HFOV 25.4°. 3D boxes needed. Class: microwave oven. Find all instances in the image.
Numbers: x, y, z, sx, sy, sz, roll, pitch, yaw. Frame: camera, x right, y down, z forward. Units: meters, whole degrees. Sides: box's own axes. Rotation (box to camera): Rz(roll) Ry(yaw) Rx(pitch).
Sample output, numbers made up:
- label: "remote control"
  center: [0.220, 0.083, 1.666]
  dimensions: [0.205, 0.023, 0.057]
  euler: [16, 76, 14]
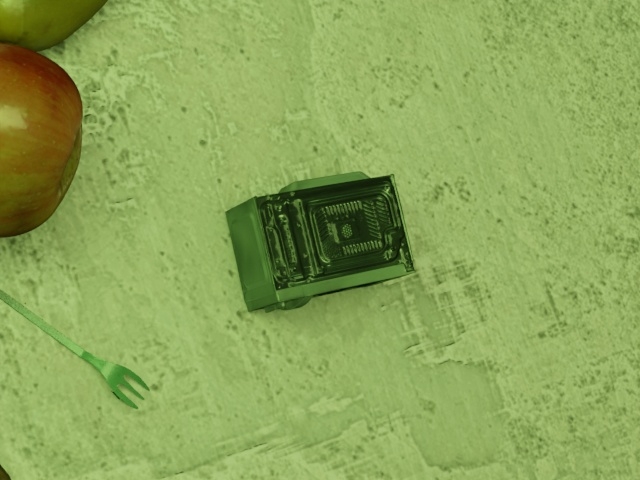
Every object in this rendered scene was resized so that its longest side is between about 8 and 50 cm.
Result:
- label: "microwave oven"
  center: [0.000, 0.000, 1.883]
  dimensions: [0.208, 0.122, 0.162]
  euler: [-11, 86, -25]

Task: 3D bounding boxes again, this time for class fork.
- label: "fork"
  center: [-0.312, 0.132, 1.777]
  dimensions: [0.235, 0.021, 0.039]
  euler: [38, 65, -14]

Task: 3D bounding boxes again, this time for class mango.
- label: "mango"
  center: [-0.346, -0.336, 1.804]
  dimensions: [0.156, 0.114, 0.251]
  euler: [50, 54, -2]

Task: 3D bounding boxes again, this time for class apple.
- label: "apple"
  center: [-0.406, -0.125, 1.668]
  dimensions: [0.241, 0.242, 0.242]
  euler: [16, 74, -5]

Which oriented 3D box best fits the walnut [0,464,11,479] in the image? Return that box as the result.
- label: "walnut"
  center: [-0.457, 0.380, 1.524]
  dimensions: [0.306, 0.306, 0.344]
  euler: [-9, 93, -25]
